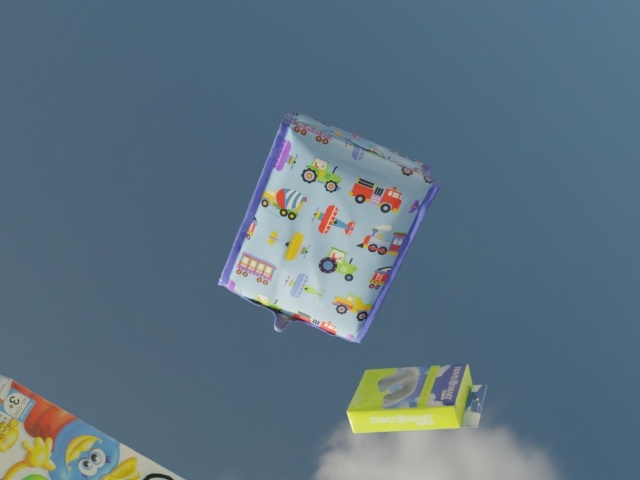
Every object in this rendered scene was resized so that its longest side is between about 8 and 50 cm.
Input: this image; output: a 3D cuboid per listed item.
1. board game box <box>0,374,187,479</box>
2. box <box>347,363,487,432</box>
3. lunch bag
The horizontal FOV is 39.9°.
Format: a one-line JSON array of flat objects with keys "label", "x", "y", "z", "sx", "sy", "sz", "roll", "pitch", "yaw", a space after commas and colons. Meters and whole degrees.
[{"label": "board game box", "x": -0.252, "y": 0.263, "z": 0.898, "sx": 0.275, "sy": 0.144, "sz": 0.142, "roll": 37, "pitch": -110, "yaw": -23}, {"label": "box", "x": 0.137, "y": 0.222, "z": 1.245, "sx": 0.109, "sy": 0.178, "sz": 0.042, "roll": -55, "pitch": -46, "yaw": -59}, {"label": "lunch bag", "x": 0.000, "y": 0.000, "z": 1.215, "sx": 0.221, "sy": 0.293, "sz": 0.138, "roll": 22, "pitch": -166, "yaw": -5}]
